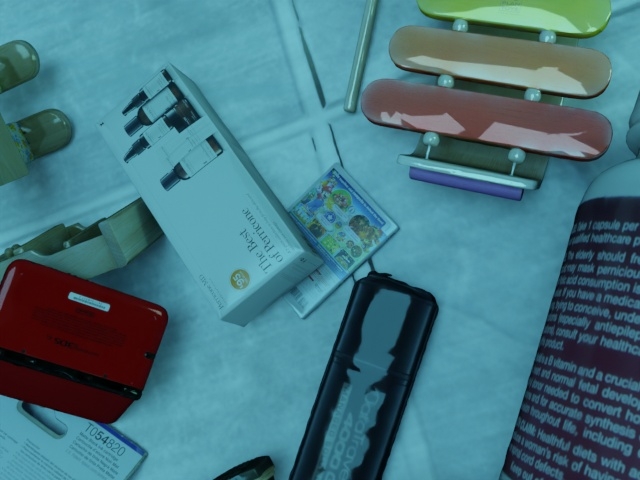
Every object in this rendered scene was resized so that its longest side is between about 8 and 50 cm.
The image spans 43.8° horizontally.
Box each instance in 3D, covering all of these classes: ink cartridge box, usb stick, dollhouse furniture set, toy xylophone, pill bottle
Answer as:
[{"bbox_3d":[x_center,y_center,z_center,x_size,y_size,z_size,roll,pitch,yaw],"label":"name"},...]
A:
[{"bbox_3d":[-0.312,0.238,0.746,0.223,0.045,0.224,30,62,18],"label":"ink cartridge box"},{"bbox_3d":[0.026,0.164,0.682,0.077,0.045,0.278,18,87,11],"label":"usb stick"},{"bbox_3d":[-0.275,-0.075,0.725,0.161,0.212,0.242,-20,103,13],"label":"dollhouse furniture set"},{"bbox_3d":[0.134,-0.191,0.688,0.236,0.081,0.323,5,83,17],"label":"toy xylophone"},{"bbox_3d":[0.265,0.077,0.534,0.224,0.224,0.392,16,87,18],"label":"pill bottle"}]

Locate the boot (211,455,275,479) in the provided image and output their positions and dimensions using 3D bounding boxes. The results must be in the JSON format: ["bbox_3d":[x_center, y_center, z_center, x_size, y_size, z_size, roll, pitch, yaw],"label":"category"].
[{"bbox_3d":[-0.092,0.287,0.689,0.198,0.077,0.137,-37,78,21],"label":"boot"}]

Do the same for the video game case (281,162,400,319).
[{"bbox_3d":[0.000,0.000,0.732,0.122,0.011,0.087,-44,72,6],"label":"video game case"}]

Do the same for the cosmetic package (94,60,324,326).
[{"bbox_3d":[-0.107,-0.045,0.736,0.099,0.060,0.239,-40,69,8],"label":"cosmetic package"}]

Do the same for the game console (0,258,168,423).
[{"bbox_3d":[-0.227,0.094,0.710,0.144,0.085,0.124,22,81,-21],"label":"game console"}]
